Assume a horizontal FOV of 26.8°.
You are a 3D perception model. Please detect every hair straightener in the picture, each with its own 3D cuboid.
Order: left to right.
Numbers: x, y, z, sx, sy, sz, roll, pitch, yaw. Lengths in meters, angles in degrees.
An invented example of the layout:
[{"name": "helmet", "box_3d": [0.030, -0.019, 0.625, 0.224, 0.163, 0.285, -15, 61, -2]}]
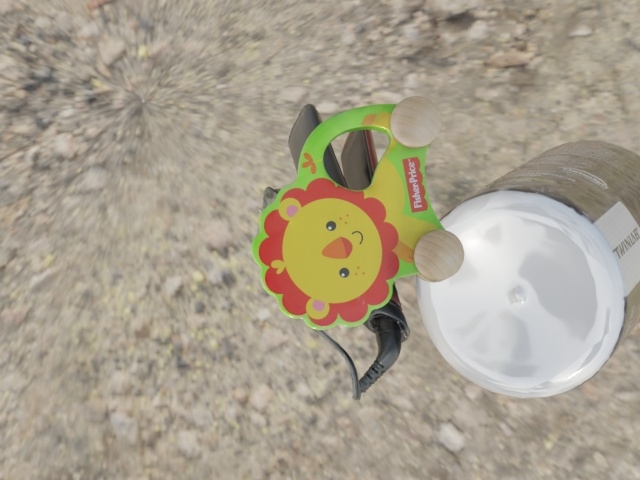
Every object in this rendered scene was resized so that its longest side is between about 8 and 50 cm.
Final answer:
[{"name": "hair straightener", "box_3d": [0.000, 0.000, 0.835, 0.089, 0.230, 0.047, 12, 137, -20]}]

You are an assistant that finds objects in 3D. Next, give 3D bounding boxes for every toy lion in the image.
[{"name": "toy lion", "box_3d": [0.014, -0.011, 0.621, 0.096, 0.034, 0.100, -9, 87, -2]}]

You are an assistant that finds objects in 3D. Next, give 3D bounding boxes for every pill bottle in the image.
[{"name": "pill bottle", "box_3d": [0.164, 0.006, 0.885, 0.130, 0.246, 0.130, 7, 106, 24]}]
